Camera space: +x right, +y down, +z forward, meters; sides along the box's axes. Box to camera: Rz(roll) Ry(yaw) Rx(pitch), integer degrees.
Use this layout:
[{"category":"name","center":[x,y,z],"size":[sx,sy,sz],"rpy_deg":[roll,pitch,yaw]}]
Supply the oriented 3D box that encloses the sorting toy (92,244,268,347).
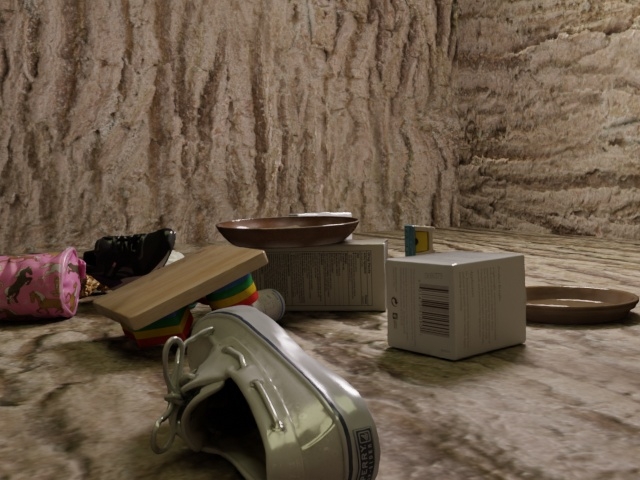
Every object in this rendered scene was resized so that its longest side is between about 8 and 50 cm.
[{"category":"sorting toy","center":[-0.245,0.105,1.323],"size":[0.257,0.089,0.255],"rpy_deg":[-27,15,-27]}]

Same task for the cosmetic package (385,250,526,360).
[{"category":"cosmetic package","center":[0.224,0.099,1.214],"size":[0.184,0.151,0.151],"rpy_deg":[-4,5,-39]}]

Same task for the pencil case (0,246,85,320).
[{"category":"pencil case","center":[-0.709,0.097,1.570],"size":[0.386,0.167,0.160],"rpy_deg":[-2,-28,-3]}]

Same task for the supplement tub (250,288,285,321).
[{"category":"supplement tub","center":[-0.123,0.133,1.419],"size":[0.071,0.070,0.107],"rpy_deg":[1,5,30]}]

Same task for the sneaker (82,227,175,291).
[{"category":"sneaker","center":[-0.457,0.035,1.708],"size":[0.283,0.107,0.124],"rpy_deg":[-28,-47,36]}]

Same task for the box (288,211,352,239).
[{"category":"box","center":[0.000,0.000,2.348],"size":[0.181,0.181,0.119],"rpy_deg":[-3,3,-16]}]

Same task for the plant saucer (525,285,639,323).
[{"category":"plant saucer","center":[0.489,0.127,1.473],"size":[0.278,0.041,0.278],"rpy_deg":[-2,5,0]}]

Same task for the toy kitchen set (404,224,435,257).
[{"category":"toy kitchen set","center":[0.254,0.050,1.723],"size":[0.122,0.166,0.207],"rpy_deg":[-4,5,-25]}]

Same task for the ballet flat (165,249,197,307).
[{"category":"ballet flat","center":[-0.382,0.080,1.812],"size":[0.139,0.139,0.400],"rpy_deg":[-3,5,-18]}]

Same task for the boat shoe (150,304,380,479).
[{"category":"boat shoe","center":[-0.101,0.166,0.750],"size":[0.157,0.135,0.367],"rpy_deg":[-8,16,-28]}]

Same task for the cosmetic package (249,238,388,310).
[{"category":"cosmetic package","center":[0.001,0.074,1.620],"size":[0.296,0.153,0.129],"rpy_deg":[0,6,9]}]

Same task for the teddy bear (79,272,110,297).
[{"category":"teddy bear","center":[-0.671,0.109,1.843],"size":[0.245,0.113,0.338],"rpy_deg":[7,-1,13]}]

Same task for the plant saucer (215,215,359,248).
[{"category":"plant saucer","center":[-0.069,-0.019,1.587],"size":[0.311,0.050,0.310],"rpy_deg":[-3,6,0]}]
